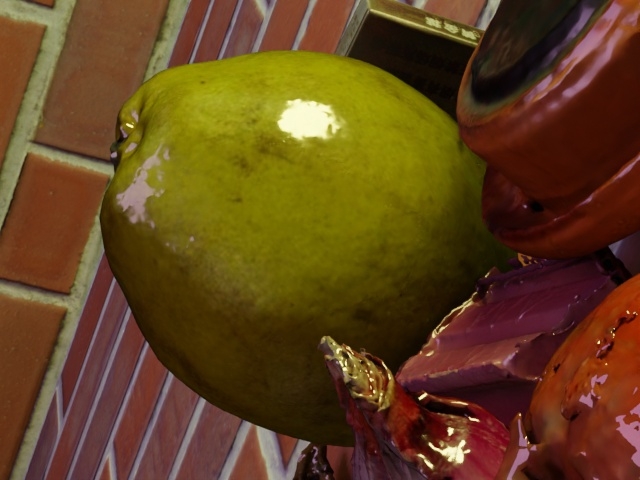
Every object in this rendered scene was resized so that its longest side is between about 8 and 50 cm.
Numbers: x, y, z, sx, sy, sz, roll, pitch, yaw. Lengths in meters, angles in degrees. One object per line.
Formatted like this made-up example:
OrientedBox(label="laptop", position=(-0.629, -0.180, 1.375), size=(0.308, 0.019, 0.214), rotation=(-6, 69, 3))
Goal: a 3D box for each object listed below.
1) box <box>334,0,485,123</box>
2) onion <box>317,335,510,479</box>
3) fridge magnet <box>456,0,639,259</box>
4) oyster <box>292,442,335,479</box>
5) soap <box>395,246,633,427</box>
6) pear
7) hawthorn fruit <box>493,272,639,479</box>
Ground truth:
OrientedBox(label="box", position=(0.063, -0.087, 1.590), size=(0.047, 0.180, 0.325), rotation=(-98, 29, -52))
OrientedBox(label="onion", position=(0.127, 0.197, 1.066), size=(0.267, 0.159, 0.349), rotation=(29, 141, 62))
OrientedBox(label="fridge magnet", position=(0.231, -0.149, 1.128), size=(0.364, 0.155, 0.363), rotation=(-51, 15, 19))
OrientedBox(label="oyster", position=(0.000, 0.361, 1.627), size=(0.128, 0.078, 0.345), rotation=(-36, 37, 32))
OrientedBox(label="soap", position=(0.168, 0.077, 1.163), size=(0.162, 0.099, 0.250), rotation=(-39, 5, -21))
OrientedBox(label="pear", position=(0.000, 0.000, 1.392), size=(0.352, 0.413, 0.352), rotation=(-43, 29, 30))
OrientedBox(label="hawthorn fruit", position=(0.208, 0.124, 0.785), size=(0.276, 0.307, 0.276), rotation=(180, 90, -72))
